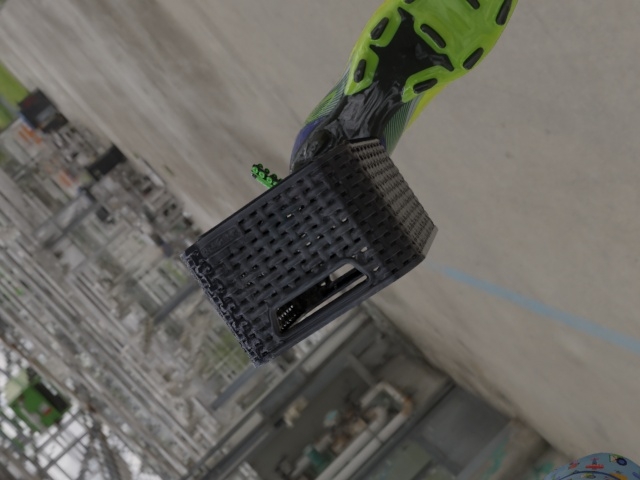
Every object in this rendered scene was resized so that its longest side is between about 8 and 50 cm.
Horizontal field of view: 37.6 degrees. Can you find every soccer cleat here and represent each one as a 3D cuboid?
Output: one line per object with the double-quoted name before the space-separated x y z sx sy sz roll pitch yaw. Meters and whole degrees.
"soccer cleat" 0.064 -0.147 0.814 0.093 0.289 0.121 33 -146 -10

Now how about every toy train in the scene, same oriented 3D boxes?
"toy train" -0.062 -0.076 1.284 0.083 0.017 0.023 36 134 14

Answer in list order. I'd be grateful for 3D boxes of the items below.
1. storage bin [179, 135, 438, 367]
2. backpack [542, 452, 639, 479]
"storage bin" 0.000 0.000 0.613 0.084 0.122 0.180 57 -167 0
"backpack" 0.298 0.321 0.997 0.117 0.158 0.173 2 -119 -58
